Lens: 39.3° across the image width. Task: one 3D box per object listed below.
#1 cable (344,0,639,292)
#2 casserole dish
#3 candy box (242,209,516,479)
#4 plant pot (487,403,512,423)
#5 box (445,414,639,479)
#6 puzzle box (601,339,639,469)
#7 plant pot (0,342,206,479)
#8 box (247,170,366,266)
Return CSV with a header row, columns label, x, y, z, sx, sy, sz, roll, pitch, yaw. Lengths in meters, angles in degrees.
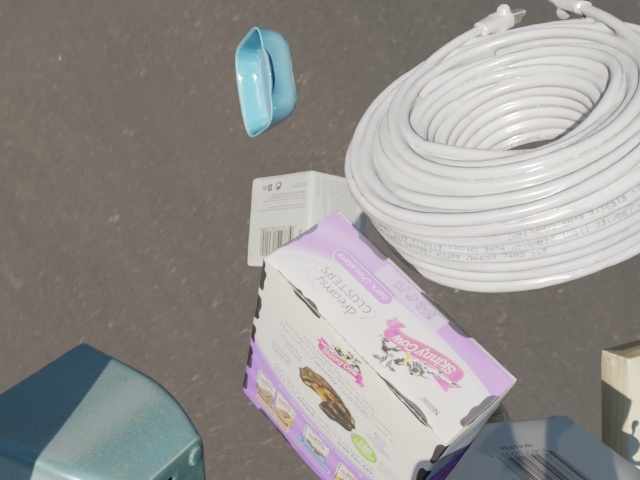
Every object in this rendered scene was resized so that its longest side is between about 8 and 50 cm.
label,x,y,z,sx,sy,sz,roll,pitch,yaw
cable,0.144,-0.070,0.646,0.257,0.257,0.089,-30,125,-9
casserole dish,-0.064,-0.184,1.050,0.037,0.188,0.114,-9,91,-16
candy box,0.028,0.102,0.629,0.070,0.196,0.165,-33,67,-28
plant pot,0.190,0.381,1.251,0.334,0.334,0.305,-35,116,-25
box,0.153,0.354,0.812,0.215,0.168,0.345,3,108,-30
puzzle box,0.548,0.240,1.204,0.409,0.052,0.272,-9,102,-25
plant pot,-0.294,0.323,1.204,0.247,0.252,0.247,-35,130,-52
box,-0.014,-0.018,0.975,0.087,0.101,0.102,10,81,-42
